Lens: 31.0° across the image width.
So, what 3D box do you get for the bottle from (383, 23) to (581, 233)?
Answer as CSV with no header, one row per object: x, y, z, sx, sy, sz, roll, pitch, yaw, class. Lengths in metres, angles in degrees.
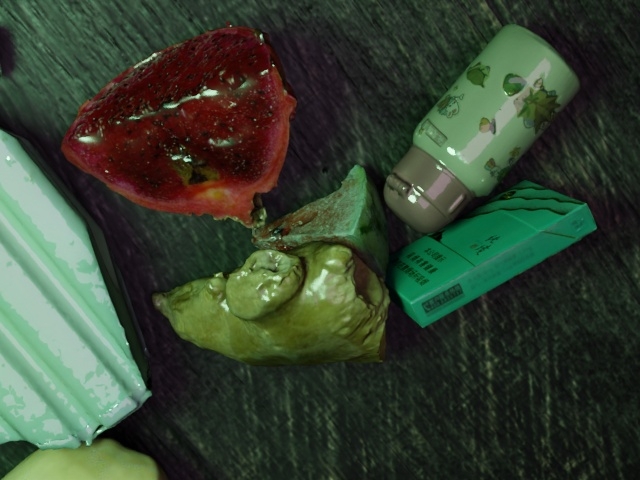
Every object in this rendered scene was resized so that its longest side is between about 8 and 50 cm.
0.176,-0.119,1.324,0.120,0.120,0.253,41,91,-17,bottle

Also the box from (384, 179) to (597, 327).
0.180,0.010,1.324,0.226,0.161,0.042,-29,109,-7,box

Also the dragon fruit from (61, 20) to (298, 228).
-0.121,-0.112,1.258,0.262,0.134,0.211,-14,124,18,dragon fruit

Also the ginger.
-0.057,0.077,1.272,0.270,0.218,0.123,-7,61,5,ginger

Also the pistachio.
-0.291,0.339,1.259,0.187,0.187,0.299,43,91,-17,pistachio

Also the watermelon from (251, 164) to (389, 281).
0.015,0.007,1.315,0.158,0.121,0.097,-28,124,-4,watermelon

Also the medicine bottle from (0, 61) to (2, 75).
-0.381,-0.195,1.206,0.089,0.057,0.057,-7,102,-13,medicine bottle

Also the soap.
-0.370,0.024,1.198,0.261,0.156,0.446,-39,106,-4,soap
